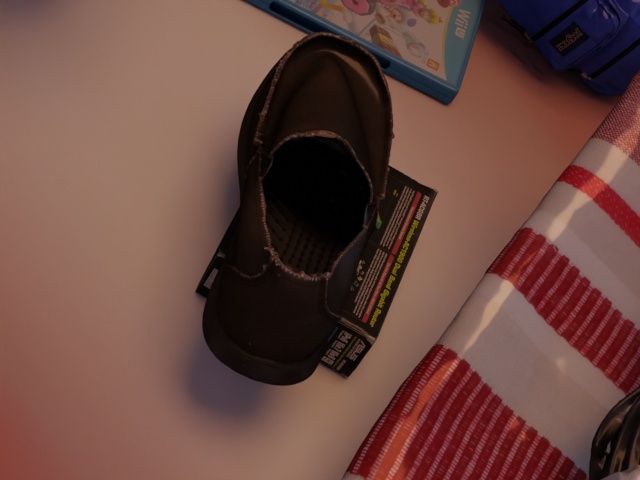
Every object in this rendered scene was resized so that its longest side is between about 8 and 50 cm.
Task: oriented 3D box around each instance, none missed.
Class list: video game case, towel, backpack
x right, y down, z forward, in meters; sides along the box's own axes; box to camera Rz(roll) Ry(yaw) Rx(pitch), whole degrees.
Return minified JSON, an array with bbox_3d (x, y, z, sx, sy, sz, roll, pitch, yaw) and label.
[{"bbox_3d":[0.020,-0.160,1.151,0.166,0.015,0.119,27,45,-8],"label":"video game case"},{"bbox_3d":[0.170,0.093,0.930,0.237,0.037,0.329,41,62,-3],"label":"towel"},{"bbox_3d":[0.171,-0.148,1.173,0.120,0.098,0.101,47,54,-5],"label":"backpack"}]

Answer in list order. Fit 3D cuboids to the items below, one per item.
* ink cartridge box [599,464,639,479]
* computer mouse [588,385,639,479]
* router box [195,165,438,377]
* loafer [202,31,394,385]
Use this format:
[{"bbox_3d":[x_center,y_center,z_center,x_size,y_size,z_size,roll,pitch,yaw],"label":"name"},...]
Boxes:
[{"bbox_3d":[0.192,0.246,0.801,0.273,0.114,0.197,29,68,-7],"label":"ink cartridge box"},{"bbox_3d":[0.272,0.122,0.904,0.272,0.072,0.188,32,65,7],"label":"computer mouse"},{"bbox_3d":[0.000,0.000,0.991,0.092,0.038,0.122,29,46,-4],"label":"router box"},{"bbox_3d":[0.002,-0.030,0.932,0.080,0.078,0.220,20,47,-12],"label":"loafer"}]
